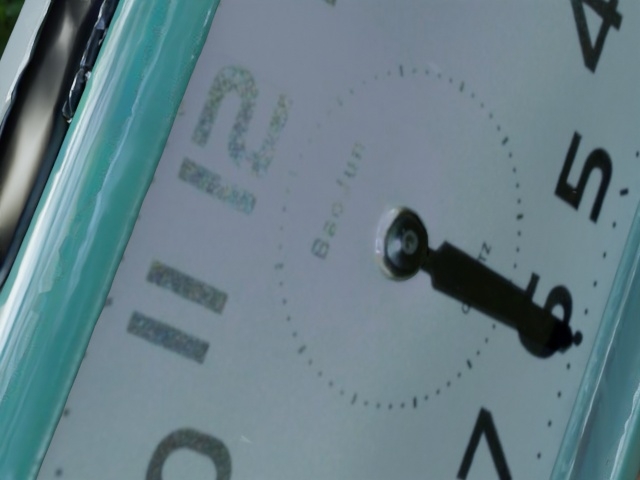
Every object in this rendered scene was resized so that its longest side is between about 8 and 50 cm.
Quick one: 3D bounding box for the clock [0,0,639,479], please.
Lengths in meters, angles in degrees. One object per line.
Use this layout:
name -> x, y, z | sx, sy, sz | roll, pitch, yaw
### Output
clock -> 0.000, 0.000, 0.426 | 0.116, 0.231, 0.262 | 7, 75, 47
